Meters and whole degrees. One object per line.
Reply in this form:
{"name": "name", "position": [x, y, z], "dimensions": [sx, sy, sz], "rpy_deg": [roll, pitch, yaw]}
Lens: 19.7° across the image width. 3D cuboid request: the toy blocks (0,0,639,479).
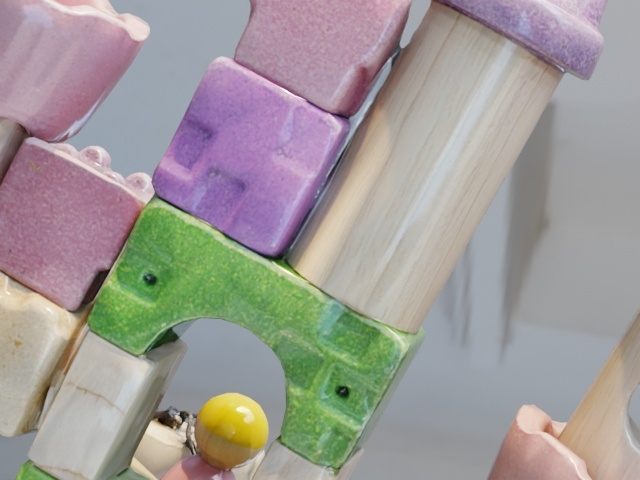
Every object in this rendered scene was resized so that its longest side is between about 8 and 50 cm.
{"name": "toy blocks", "position": [0.000, 0.000, 0.529], "dimensions": [0.260, 0.288, 0.309], "rpy_deg": [-62, 171, 7]}
